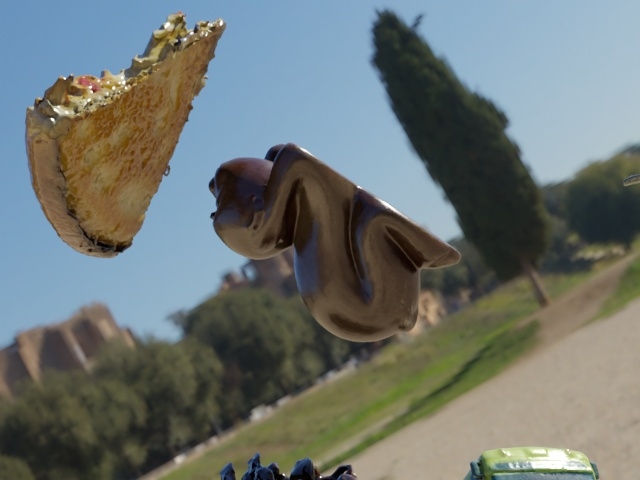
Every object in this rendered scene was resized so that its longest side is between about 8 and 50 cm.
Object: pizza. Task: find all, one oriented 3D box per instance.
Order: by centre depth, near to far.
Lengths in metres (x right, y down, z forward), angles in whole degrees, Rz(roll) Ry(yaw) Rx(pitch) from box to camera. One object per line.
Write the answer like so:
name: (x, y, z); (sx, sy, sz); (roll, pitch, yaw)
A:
pizza: (-0.210, -0.125, 1.439); (0.287, 0.074, 0.251); (-66, -16, 0)

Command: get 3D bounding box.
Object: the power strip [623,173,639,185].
power strip: (0.352, -0.059, 1.072); (0.253, 0.027, 0.060); (-4, 34, 21)

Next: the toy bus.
toy bus: (0.119, 0.208, 0.935); (0.088, 0.101, 0.175); (4, -40, -18)

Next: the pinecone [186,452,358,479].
pinecone: (-0.033, 0.317, 1.425); (0.273, 0.224, 0.224); (-13, -10, -12)

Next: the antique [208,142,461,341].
antique: (0.000, 0.000, 1.479); (0.143, 0.257, 0.121); (-55, 7, 0)
